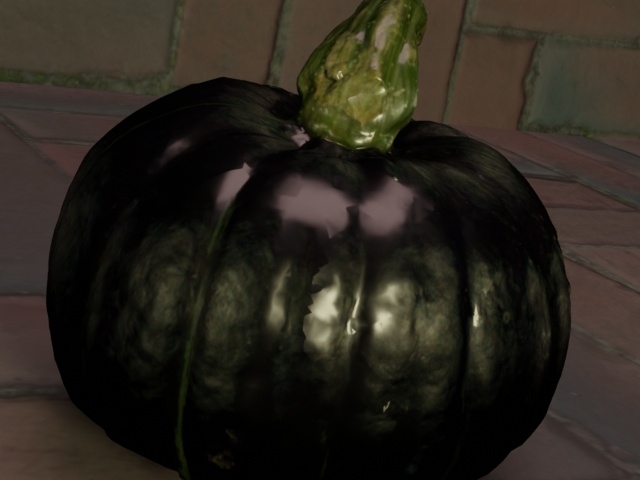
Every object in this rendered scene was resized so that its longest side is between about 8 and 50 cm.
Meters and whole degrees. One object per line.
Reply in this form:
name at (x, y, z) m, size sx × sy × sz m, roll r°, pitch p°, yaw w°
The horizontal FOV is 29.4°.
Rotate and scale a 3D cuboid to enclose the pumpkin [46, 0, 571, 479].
pumpkin at (0.000, 0.000, 0.670) m, size 0.295 × 0.296 × 0.296 m, roll 10°, pitch 15°, yaw -3°
